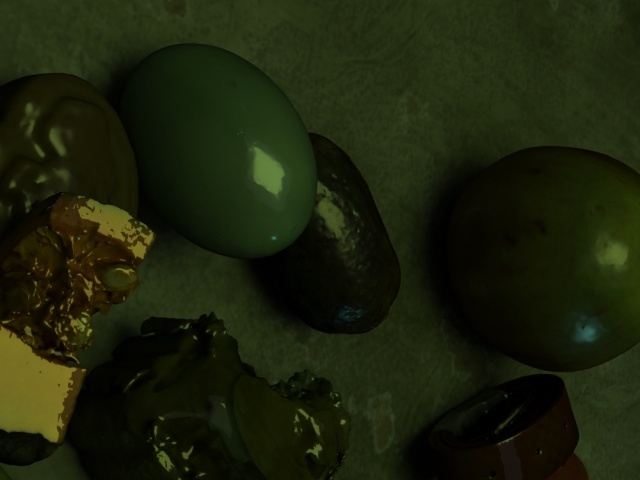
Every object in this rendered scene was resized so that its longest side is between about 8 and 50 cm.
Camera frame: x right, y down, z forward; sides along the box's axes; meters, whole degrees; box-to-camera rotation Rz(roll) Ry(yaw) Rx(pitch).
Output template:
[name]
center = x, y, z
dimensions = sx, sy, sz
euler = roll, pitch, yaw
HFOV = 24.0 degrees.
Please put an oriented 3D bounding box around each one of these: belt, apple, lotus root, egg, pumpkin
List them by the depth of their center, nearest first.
[pumpkin]
center = -0.295, 0.102, 1.523
dimensions = 0.139, 0.280, 0.190
euler = 31, 31, -30
[egg]
center = -0.119, -0.106, 1.753
dimensions = 0.203, 0.203, 0.283
euler = -22, 67, -45
[lotus root]
center = 0.000, 0.000, 1.917
dimensions = 0.275, 0.160, 0.152
euler = 60, 39, -23
[belt]
center = 0.257, 0.283, 2.134
dimensions = 0.261, 0.184, 0.105
euler = -36, 112, -53
[apple]
center = 0.358, 0.016, 2.174
dimensions = 0.338, 0.305, 0.339
euler = 9, 78, -45

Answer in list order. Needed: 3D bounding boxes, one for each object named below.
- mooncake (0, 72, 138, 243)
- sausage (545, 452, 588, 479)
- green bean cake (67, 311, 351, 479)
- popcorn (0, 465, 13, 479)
[mooncake]
center = -0.298, -0.056, 1.652
dimensions = 0.234, 0.117, 0.235
euler = 10, 76, -44
[sausage]
center = 0.293, 0.407, 2.205
dimensions = 0.259, 0.113, 0.114
euler = -47, 118, -38
[green bean cake]
center = -0.108, 0.214, 1.755
dimensions = 0.285, 0.202, 0.310
euler = -50, 120, -39
[popcorn]
center = -0.295, 0.385, 1.489
dimensions = 0.274, 0.335, 0.279
euler = 45, 66, -20
